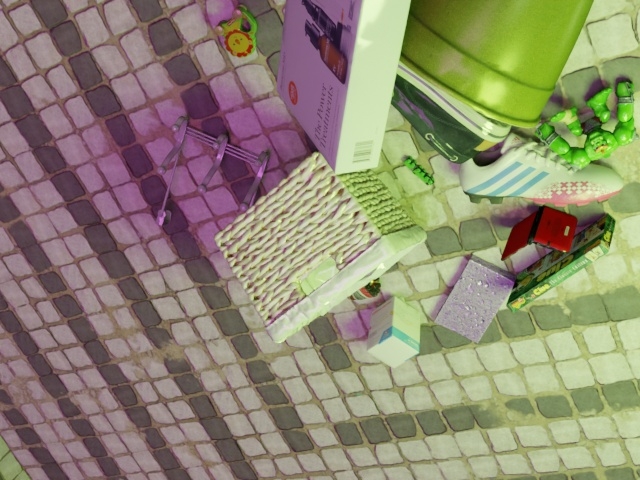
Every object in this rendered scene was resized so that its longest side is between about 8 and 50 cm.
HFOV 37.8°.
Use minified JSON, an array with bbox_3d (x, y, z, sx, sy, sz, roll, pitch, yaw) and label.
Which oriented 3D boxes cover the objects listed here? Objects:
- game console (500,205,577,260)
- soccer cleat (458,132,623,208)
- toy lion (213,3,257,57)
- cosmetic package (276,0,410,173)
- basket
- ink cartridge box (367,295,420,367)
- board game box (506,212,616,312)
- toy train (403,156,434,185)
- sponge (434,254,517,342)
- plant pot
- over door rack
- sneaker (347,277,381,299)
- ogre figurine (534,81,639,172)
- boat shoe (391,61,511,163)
[{"bbox_3d":[0.460,-0.003,1.962,0.124,0.144,0.085,20,127,10],"label":"game console"},{"bbox_3d":[0.440,-0.147,1.898,0.331,0.116,0.143,1,114,21],"label":"soccer cleat"},{"bbox_3d":[-0.175,-0.448,2.031,0.096,0.034,0.100,45,127,-16],"label":"toy lion"},{"bbox_3d":[0.029,-0.352,1.646,0.097,0.284,0.377,-10,134,-21],"label":"cosmetic package"},{"bbox_3d":[0.000,0.000,1.983,0.328,0.331,0.266,-38,85,18],"label":"basket"},{"bbox_3d":[0.177,0.212,2.235,0.090,0.143,0.092,34,130,-22],"label":"ink cartridge box"},{"bbox_3d":[0.507,0.049,1.980,0.030,0.136,0.260,43,127,-9],"label":"board game box"},{"bbox_3d":[0.216,-0.151,2.055,0.083,0.017,0.024,44,137,-7],"label":"toy train"},{"bbox_3d":[0.357,0.138,2.168,0.117,0.031,0.210,28,127,5],"label":"sponge"},{"bbox_3d":[0.328,-0.448,1.640,0.366,0.366,0.353,33,116,2],"label":"plant pot"},{"bbox_3d":[-0.271,-0.108,2.240,0.239,0.108,0.324,24,127,9],"label":"over door rack"},{"bbox_3d":[0.044,0.055,2.219,0.093,0.088,0.225,-23,107,39],"label":"sneaker"},{"bbox_3d":[0.532,-0.216,1.819,0.197,0.097,0.118,-26,83,1],"label":"ogre figurine"},{"bbox_3d":[0.149,-0.337,1.854,0.500,0.187,0.156,40,131,-1],"label":"boat shoe"}]
